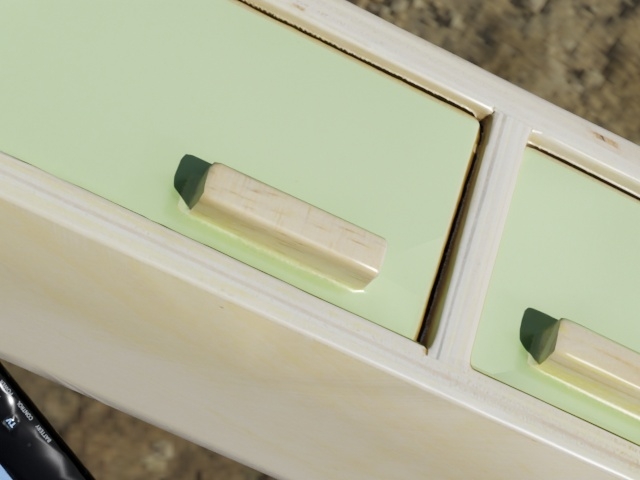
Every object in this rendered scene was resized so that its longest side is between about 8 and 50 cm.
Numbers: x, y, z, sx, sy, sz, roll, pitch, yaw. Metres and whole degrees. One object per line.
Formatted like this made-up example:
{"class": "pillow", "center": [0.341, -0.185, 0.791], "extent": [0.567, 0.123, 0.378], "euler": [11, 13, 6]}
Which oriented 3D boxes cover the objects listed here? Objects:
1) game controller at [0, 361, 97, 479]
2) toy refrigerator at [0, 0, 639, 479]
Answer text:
{"class": "game controller", "center": [-0.182, 0.187, 1.054], "extent": [0.166, 0.067, 0.319], "euler": [-36, 110, -1]}
{"class": "toy refrigerator", "center": [0.000, 0.000, 0.534], "extent": [0.269, 0.094, 0.102], "euler": [26, 58, -12]}
